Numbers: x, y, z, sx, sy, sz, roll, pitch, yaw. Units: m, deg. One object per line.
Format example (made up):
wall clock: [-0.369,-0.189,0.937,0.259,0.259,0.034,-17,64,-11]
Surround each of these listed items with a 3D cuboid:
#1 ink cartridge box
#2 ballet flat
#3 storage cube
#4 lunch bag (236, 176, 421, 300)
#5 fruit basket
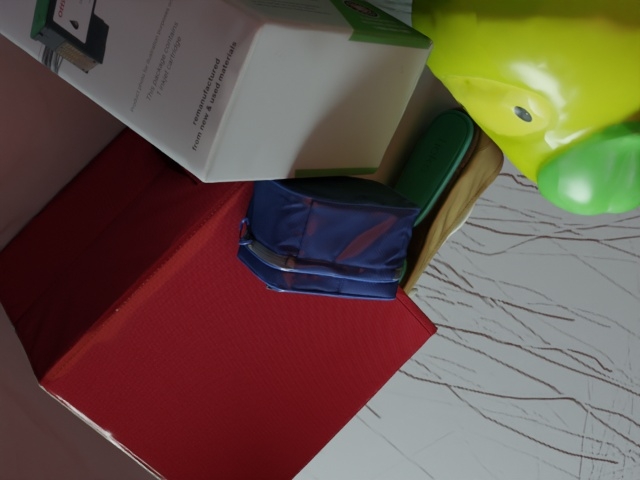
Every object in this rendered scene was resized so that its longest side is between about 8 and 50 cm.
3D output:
ink cartridge box: [-0.074,-0.126,0.680,0.160,0.219,0.092,-6,125,-53]
ballet flat: [0.067,0.006,0.929,0.232,0.080,0.073,-52,140,2]
storage cube: [-0.076,0.042,0.801,0.193,0.184,0.215,-45,123,-4]
lunch bag: [0.000,0.000,0.673,0.098,0.067,0.065,5,106,-25]
fruit basket: [0.108,-0.202,0.689,0.283,0.392,0.392,6,107,-29]
